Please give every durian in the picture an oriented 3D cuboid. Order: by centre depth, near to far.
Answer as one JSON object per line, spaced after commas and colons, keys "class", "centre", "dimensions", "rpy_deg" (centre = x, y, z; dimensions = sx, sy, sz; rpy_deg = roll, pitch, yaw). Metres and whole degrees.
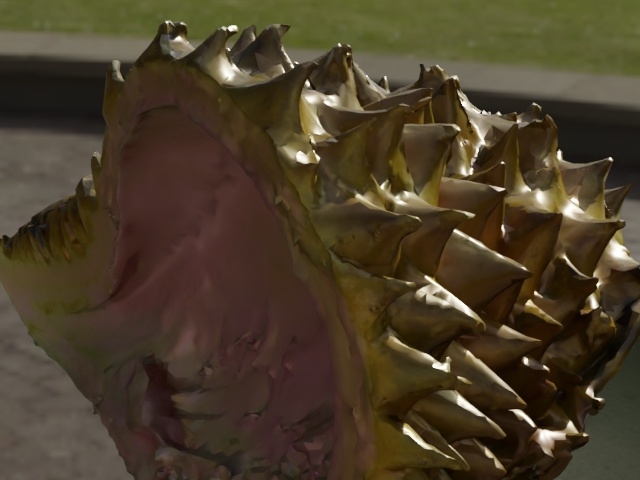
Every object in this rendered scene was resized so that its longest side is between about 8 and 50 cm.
{"class": "durian", "centre": [0.014, 0.000, 0.611], "dimensions": [0.195, 0.185, 0.305], "rpy_deg": [-13, 17, -23]}

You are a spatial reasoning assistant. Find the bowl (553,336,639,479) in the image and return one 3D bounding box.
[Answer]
{"class": "bowl", "centre": [0.100, 0.169, 0.777], "dimensions": [0.313, 0.313, 0.146], "rpy_deg": [9, -4, 24]}
